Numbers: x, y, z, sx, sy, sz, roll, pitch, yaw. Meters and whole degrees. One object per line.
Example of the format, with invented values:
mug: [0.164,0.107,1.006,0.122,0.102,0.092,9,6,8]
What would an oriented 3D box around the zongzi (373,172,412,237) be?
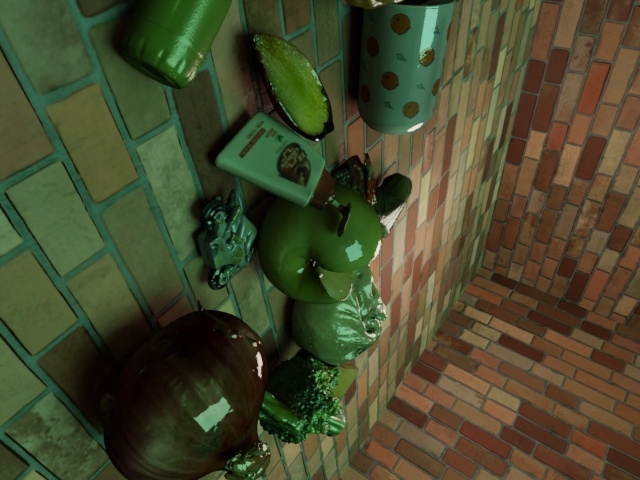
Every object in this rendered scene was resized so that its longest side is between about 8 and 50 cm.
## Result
zongzi: [0.195,-0.140,1.521,0.220,0.112,0.242,-62,151,-4]

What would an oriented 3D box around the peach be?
peach: [-0.067,-0.298,0.949,0.279,0.068,0.188,38,44,-47]

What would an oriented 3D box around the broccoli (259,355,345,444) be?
broccoli: [-0.051,0.454,1.367,0.288,0.260,0.235,-94,-168,-64]

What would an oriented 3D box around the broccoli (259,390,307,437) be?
broccoli: [-0.185,0.410,1.188,0.275,0.199,0.177,47,44,-26]

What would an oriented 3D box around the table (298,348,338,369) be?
table: [-0.007,0.397,1.569,0.133,0.134,0.043,-42,143,-37]

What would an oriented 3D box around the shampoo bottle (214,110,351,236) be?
shampoo bottle: [-0.051,-0.126,0.953,0.153,0.284,0.071,-56,-177,-22]

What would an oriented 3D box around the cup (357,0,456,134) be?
cup: [0.201,-0.439,1.194,0.212,0.212,0.317,-38,142,-41]

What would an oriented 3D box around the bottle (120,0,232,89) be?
bottle: [-0.189,-0.360,0.698,0.260,0.112,0.112,-65,152,-2]

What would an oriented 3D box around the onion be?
onion: [-0.250,0.292,0.918,0.354,0.354,0.353,-39,142,-39]

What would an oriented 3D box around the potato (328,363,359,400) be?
potato: [0.011,0.492,1.703,0.269,0.112,0.255,-52,145,-29]

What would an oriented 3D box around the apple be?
apple: [0.000,0.000,1.118,0.254,0.292,0.291,-78,170,-52]

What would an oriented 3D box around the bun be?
bun: [0.064,0.211,1.453,0.326,0.235,0.361,-12,115,-50]

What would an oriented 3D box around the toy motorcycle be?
toy motorcycle: [-0.190,-0.005,1.014,0.152,0.073,0.224,-39,144,-42]

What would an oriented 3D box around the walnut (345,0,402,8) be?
walnut: [0.121,-0.589,0.934,0.257,0.257,0.224,-54,-178,-20]

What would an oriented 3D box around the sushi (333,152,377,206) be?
sushi: [0.080,-0.076,1.319,0.124,0.130,0.331,29,65,-67]
